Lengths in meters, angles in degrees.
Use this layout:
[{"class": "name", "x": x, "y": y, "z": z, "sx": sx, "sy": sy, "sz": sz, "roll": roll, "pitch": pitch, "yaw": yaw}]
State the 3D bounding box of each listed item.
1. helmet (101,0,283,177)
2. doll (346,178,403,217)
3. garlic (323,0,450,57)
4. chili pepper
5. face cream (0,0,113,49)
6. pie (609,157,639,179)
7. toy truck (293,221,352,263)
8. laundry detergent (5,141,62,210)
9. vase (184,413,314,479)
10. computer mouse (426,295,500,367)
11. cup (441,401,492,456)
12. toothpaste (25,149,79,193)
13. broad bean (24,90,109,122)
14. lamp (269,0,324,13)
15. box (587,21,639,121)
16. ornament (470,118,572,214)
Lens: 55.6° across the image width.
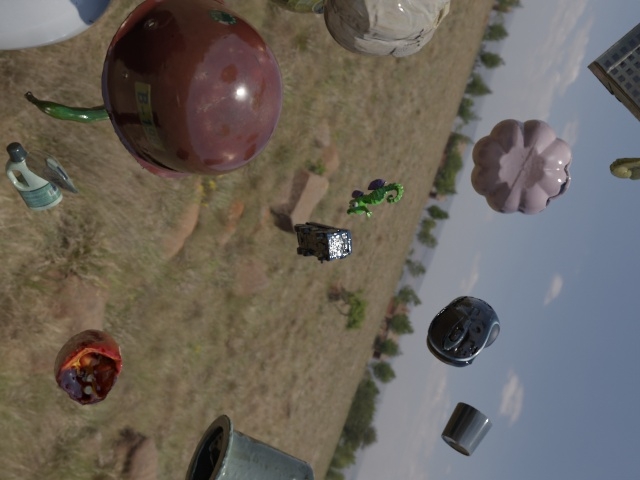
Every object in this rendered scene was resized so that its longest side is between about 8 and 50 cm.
[{"class": "helmet", "x": -0.195, "y": -0.256, "z": 1.141, "sx": 0.338, "sy": 0.230, "sz": 0.384, "roll": -29, "pitch": 134, "yaw": -36}, {"class": "doll", "x": 0.160, "y": -0.124, "z": 1.818, "sx": 0.050, "sy": 0.190, "sz": 0.115, "roll": 38, "pitch": 35, "yaw": -47}, {"class": "garlic", "x": 0.094, "y": -0.326, "z": 0.754, "sx": 0.228, "sy": 0.152, "sz": 0.227, "roll": -157, "pitch": -90, "yaw": -83}, {"class": "chili pepper", "x": -0.524, "y": 0.265, "z": 1.382, "sx": 0.134, "sy": 0.131, "sz": 0.338, "roll": -68, "pitch": -164, "yaw": -7}, {"class": "face cream", "x": -0.457, "y": -0.457, "z": 0.954, "sx": 0.219, "sy": 0.357, "sz": 0.312, "roll": 75, "pitch": 0, "yaw": -75}, {"class": "pie", "x": 0.607, "y": -0.141, "z": 1.178, "sx": 0.084, "sy": 0.085, "sz": 0.019, "roll": 82, "pitch": 18, "yaw": -70}, {"class": "toy truck", "x": 0.000, "y": 0.000, "z": 1.399, "sx": 0.202, "sy": 0.088, "sz": 0.074, "roll": 15, "pitch": -67, "yaw": 62}, {"class": "laundry detergent", "x": -0.778, "y": -0.174, "z": 1.627, "sx": 0.225, "sy": 0.099, "sz": 0.070, "roll": 90, "pitch": -18, "yaw": -56}, {"class": "vase", "x": -0.174, "y": 0.617, "z": 1.588, "sx": 0.245, "sy": 0.291, "sz": 0.245, "roll": -51, "pitch": -158, "yaw": 30}, {"class": "computer mouse", "x": 0.343, "y": 0.201, "z": 1.428, "sx": 0.233, "sy": 0.137, "sz": 0.096, "roll": -37, "pitch": 146, "yaw": -47}, {"class": "cup", "x": 0.283, "y": 0.378, "z": 1.216, "sx": 0.077, "sy": 0.078, "sz": 0.100, "roll": -50, "pitch": -173, "yaw": -20}, {"class": "toothpaste", "x": -0.512, "y": -0.137, "z": 1.142, "sx": 0.047, "sy": 0.268, "sz": 0.069, "roll": -17, "pitch": 112, "yaw": -31}, {"class": "broad bean", "x": -0.695, "y": -0.386, "z": 1.774, "sx": 0.292, "sy": 0.144, "sz": 0.049, "roll": -6, "pitch": 129, "yaw": -47}, {"class": "lamp", "x": -0.024, "y": -0.541, "z": 1.176, "sx": 0.250, "sy": 0.250, "sz": 0.284, "roll": -34, "pitch": 102, "yaw": -75}, {"class": "box", "x": 0.720, "y": -0.295, "z": 1.216, "sx": 0.180, "sy": 0.324, "sz": 0.047, "roll": -40, "pitch": 173, "yaw": 4}, {"class": "ornament", "x": 0.359, "y": -0.132, "z": 1.094, "sx": 0.177, "sy": 0.178, "sz": 0.177, "roll": 19, "pitch": 90, "yaw": -81}]
